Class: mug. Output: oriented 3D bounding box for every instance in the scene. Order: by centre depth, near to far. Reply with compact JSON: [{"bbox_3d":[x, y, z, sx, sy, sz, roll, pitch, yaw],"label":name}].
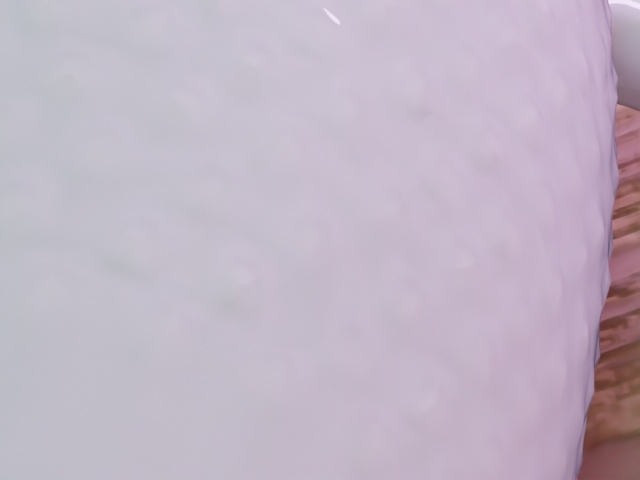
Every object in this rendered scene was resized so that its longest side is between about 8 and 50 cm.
[{"bbox_3d":[0.000,0.000,0.491,0.374,0.276,0.328,17,62,2],"label":"mug"}]
